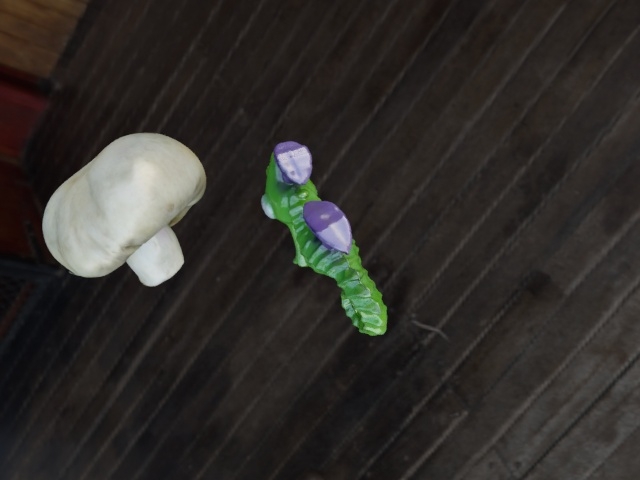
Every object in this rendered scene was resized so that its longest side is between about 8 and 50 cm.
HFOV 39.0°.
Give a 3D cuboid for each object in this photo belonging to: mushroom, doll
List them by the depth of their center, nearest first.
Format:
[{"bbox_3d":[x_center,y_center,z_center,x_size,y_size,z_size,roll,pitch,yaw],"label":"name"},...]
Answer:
[{"bbox_3d":[0.000,0.000,0.755,0.050,0.115,0.190,-26,57,-14],"label":"doll"},{"bbox_3d":[-0.162,-0.021,0.779,0.154,0.154,0.122,-28,100,37],"label":"mushroom"}]
